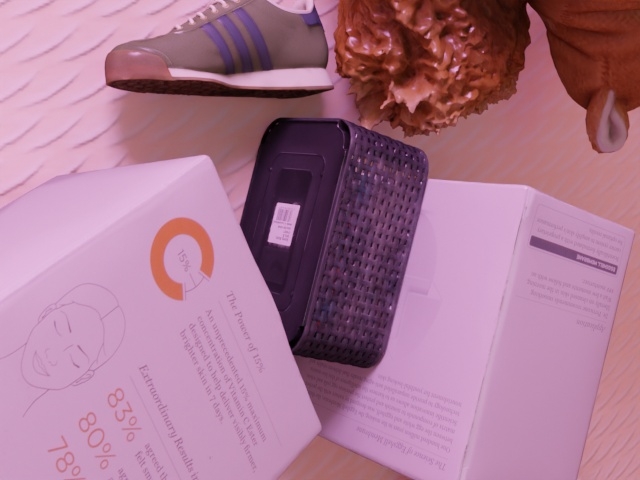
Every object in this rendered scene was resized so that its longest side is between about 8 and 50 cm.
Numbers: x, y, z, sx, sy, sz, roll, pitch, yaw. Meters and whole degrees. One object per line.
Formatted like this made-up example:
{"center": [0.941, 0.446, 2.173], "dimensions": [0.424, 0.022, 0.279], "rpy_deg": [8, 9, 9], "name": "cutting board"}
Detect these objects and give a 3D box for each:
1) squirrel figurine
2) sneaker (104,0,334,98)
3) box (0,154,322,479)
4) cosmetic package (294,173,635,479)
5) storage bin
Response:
{"center": [0.190, -0.239, 0.785], "dimensions": [0.397, 0.281, 0.370], "rpy_deg": [-17, 150, 6], "name": "squirrel figurine"}
{"center": [-0.075, -0.155, 0.719], "dimensions": [0.192, 0.064, 0.086], "rpy_deg": [-4, 91, -36], "name": "sneaker"}
{"center": [-0.188, 0.123, 0.554], "dimensions": [0.345, 0.168, 0.215], "rpy_deg": [-41, 119, -42], "name": "box"}
{"center": [0.104, 0.073, 0.774], "dimensions": [0.138, 0.224, 0.224], "rpy_deg": [17, 86, -36], "name": "cosmetic package"}
{"center": [0.000, 0.000, 0.752], "dimensions": [0.084, 0.122, 0.180], "rpy_deg": [15, 88, -36], "name": "storage bin"}
